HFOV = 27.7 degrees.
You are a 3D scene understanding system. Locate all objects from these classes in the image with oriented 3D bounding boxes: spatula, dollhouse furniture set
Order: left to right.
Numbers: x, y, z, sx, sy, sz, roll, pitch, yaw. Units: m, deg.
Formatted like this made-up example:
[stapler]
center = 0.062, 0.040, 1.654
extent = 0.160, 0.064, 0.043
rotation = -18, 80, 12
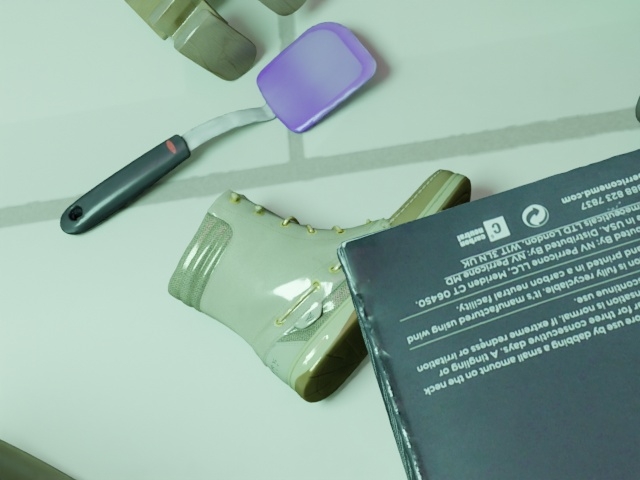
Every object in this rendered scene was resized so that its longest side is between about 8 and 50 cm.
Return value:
[spatula]
center = -0.093, -0.090, 1.099
extent = 0.296, 0.030, 0.084
rotation = -31, 59, -6
[dollhouse furniture set]
center = -0.072, -0.286, 1.170
extent = 0.242, 0.161, 0.212
rotation = -48, 61, 9

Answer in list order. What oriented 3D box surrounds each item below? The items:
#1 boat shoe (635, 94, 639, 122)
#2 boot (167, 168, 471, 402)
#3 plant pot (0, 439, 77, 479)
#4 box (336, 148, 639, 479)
[boat shoe]
center = 0.370, -0.201, 1.011
extent = 0.130, 0.132, 0.355
rotation = 31, 70, 24
[boot]
center = 0.000, 0.000, 1.005
extent = 0.165, 0.077, 0.213
rotation = 34, 75, 27
[plant pot]
center = -0.246, 0.282, 0.791
extent = 0.323, 0.323, 0.280
rotation = 27, 86, 23
[box]
center = 0.156, 0.182, 0.717
extent = 0.179, 0.343, 0.312
rotation = -17, 60, 1
